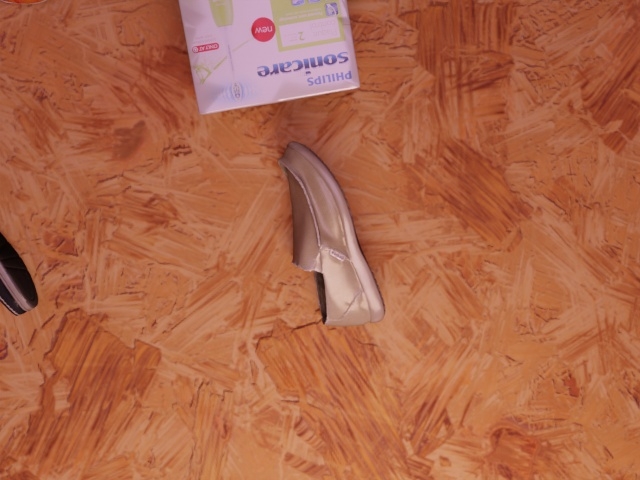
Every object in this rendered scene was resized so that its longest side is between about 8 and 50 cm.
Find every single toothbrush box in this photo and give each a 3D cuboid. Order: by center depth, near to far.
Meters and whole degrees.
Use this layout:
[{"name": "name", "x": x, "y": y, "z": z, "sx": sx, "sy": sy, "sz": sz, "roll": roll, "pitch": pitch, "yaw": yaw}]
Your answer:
[{"name": "toothbrush box", "x": -0.073, "y": -0.316, "z": 1.252, "sx": 0.206, "sy": 0.122, "sz": 0.283, "roll": -9, "pitch": 100, "yaw": 1}]

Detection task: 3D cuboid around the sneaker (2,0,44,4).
[{"name": "sneaker", "x": -0.424, "y": -0.347, "z": 1.257, "sx": 0.175, "sy": 0.067, "sz": 0.064, "roll": 18, "pitch": 91, "yaw": -8}]

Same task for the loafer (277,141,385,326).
[{"name": "loafer", "x": 0.000, "y": 0.000, "z": 1.309, "sx": 0.092, "sy": 0.102, "sz": 0.269, "roll": -25, "pitch": 97, "yaw": -9}]

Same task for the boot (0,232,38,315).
[{"name": "boot", "x": -0.495, "y": 0.039, "z": 1.270, "sx": 0.178, "sy": 0.085, "sz": 0.236, "roll": -39, "pitch": 91, "yaw": 0}]
